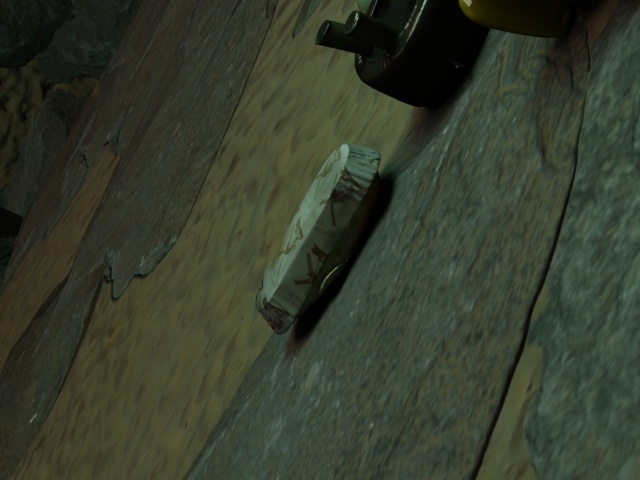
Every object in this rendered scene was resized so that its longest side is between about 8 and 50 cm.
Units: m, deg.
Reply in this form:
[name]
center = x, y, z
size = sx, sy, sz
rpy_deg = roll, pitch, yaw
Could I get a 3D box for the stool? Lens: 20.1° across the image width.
[stool]
center = 0.069, -0.197, 1.555
size = 0.125, 0.121, 0.217
rpy_deg = -60, 19, 20

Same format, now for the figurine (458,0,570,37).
[figurine]
center = 0.137, -0.271, 1.248
size = 0.228, 0.215, 0.215
rpy_deg = -46, 22, 39

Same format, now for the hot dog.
[hot dog]
center = 0.000, 0.000, 1.585
size = 0.192, 0.053, 0.099
rpy_deg = -62, 12, 17
